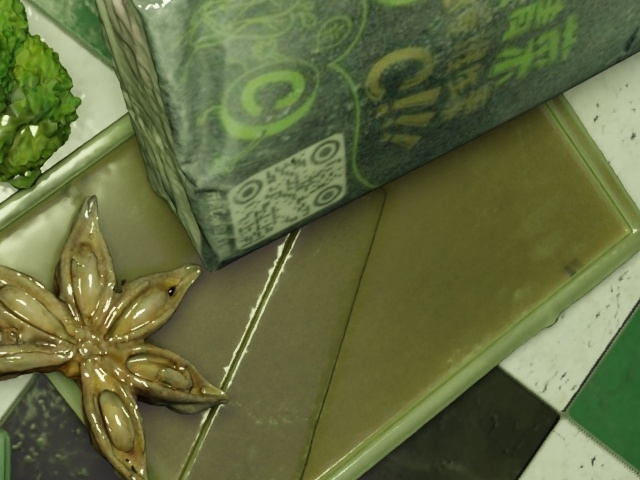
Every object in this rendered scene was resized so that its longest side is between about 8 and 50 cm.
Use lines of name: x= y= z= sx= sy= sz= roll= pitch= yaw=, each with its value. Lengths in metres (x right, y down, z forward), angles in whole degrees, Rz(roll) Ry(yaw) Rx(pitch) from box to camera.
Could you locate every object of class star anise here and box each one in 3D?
star anise: x=-0.156 y=0.067 z=1.029 sx=0.208 sy=0.063 sz=0.171 roll=30 pitch=67 yaw=-10

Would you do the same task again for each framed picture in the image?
framed picture: x=0.000 y=0.000 z=1.117 sx=0.446 sy=0.028 sz=0.326 roll=-37 pitch=100 yaw=-11

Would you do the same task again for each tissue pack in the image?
tissue pack: x=0.059 y=-0.167 z=0.968 sx=0.394 sy=0.288 sz=0.124 roll=-28 pitch=59 yaw=-11

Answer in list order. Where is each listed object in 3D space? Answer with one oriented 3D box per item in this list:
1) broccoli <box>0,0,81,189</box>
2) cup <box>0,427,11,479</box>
broccoli: x=-0.296 y=-0.097 z=0.986 sx=0.254 sy=0.186 sz=0.302 roll=-20 pitch=136 yaw=-12
cup: x=-0.365 y=0.295 z=0.870 sx=0.401 sy=0.310 sz=0.392 roll=10 pitch=83 yaw=-47
